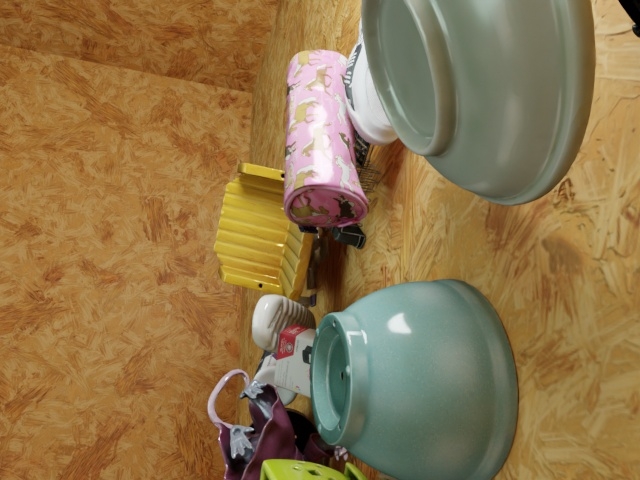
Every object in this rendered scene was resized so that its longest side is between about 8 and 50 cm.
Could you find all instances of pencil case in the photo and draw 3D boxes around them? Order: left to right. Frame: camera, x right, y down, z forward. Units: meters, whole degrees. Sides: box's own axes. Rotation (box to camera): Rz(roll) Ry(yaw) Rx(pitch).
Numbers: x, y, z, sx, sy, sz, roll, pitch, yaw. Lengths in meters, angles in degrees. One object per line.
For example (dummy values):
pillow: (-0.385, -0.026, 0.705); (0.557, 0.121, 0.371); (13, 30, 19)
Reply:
pencil case: (0.007, -0.208, 0.898); (0.167, 0.159, 0.386); (102, 168, -60)

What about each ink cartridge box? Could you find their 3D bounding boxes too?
ink cartridge box: (-0.003, 0.269, 0.969); (0.072, 0.175, 0.128); (-6, -76, -65)

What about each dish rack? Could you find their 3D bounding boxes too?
dish rack: (0.072, -0.142, 1.046); (0.208, 0.074, 0.272); (-117, 38, -57)

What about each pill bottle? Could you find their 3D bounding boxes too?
pill bottle: (-0.116, 0.371, 1.325); (0.246, 0.130, 0.131); (-78, -2, -76)

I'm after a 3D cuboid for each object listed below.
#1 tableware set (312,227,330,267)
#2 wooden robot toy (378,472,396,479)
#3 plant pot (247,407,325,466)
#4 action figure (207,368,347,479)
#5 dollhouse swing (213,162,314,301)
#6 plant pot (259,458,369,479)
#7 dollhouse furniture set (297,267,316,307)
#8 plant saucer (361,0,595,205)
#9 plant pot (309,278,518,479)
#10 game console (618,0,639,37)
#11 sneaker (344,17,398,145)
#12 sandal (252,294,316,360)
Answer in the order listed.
tableware set: (0.000, 0.000, 1.309); (0.169, 0.020, 0.141); (133, 138, -63)
wooden robot toy: (0.100, 0.344, 0.781); (0.076, 0.078, 0.174); (-179, 94, -73)
plant pot: (-0.103, 0.544, 1.204); (0.230, 0.215, 0.216); (114, 159, -79)
action figure: (-0.101, 0.506, 0.990); (0.275, 0.248, 0.370); (7, 135, 45)
dollhouse swing: (-0.162, -0.026, 1.225); (0.305, 0.314, 0.347); (-48, -30, -83)
plant pot: (0.014, 0.528, 0.767); (0.228, 0.207, 0.227); (-169, 85, -68)
dollhouse furniture set: (-0.065, 0.144, 1.363); (0.091, 0.081, 0.115); (144, 130, -67)
plant saucer: (0.132, -0.215, 0.523); (0.400, 0.100, 0.401); (158, 90, -86)
plant pot: (0.099, 0.196, 0.640); (0.293, 0.196, 0.293); (-175, 90, -73)
game console: (0.225, -0.346, 0.413); (0.044, 0.213, 0.362); (-36, 61, 53)
sneaker: (0.145, -0.352, 0.758); (0.210, 0.137, 0.366); (-156, 75, -74)
sandal: (-0.094, 0.230, 1.123); (0.416, 0.102, 0.170); (67, -144, -57)
